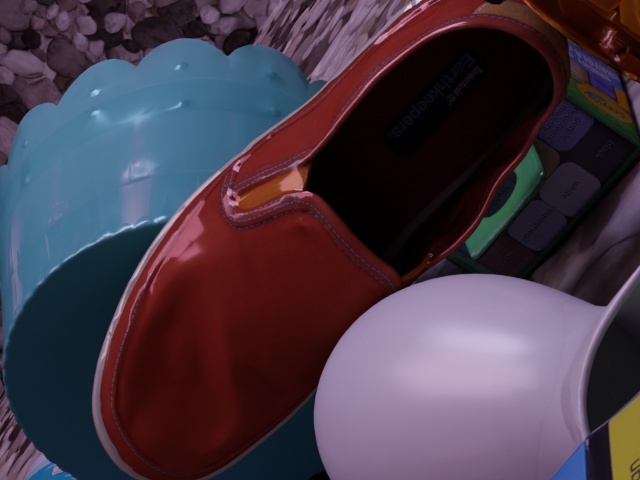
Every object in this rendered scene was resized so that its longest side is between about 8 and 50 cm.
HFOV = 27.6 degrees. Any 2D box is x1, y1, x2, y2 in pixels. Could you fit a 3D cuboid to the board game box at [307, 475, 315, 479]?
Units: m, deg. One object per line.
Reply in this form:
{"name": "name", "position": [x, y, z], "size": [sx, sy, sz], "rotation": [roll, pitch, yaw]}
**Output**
{"name": "board game box", "position": [-0.050, 0.237, 0.860], "size": [0.145, 0.027, 0.281], "rotation": [-55, 14, 16]}

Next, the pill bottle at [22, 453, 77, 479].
{"name": "pill bottle", "position": [-0.178, 0.268, 0.981], "size": [0.146, 0.146, 0.264], "rotation": [-53, 14, 17]}

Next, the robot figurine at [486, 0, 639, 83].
{"name": "robot figurine", "position": [0.136, -0.173, 0.561], "size": [0.211, 0.291, 0.085], "rotation": [-54, 15, 12]}

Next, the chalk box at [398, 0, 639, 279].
{"name": "chalk box", "position": [0.099, -0.071, 0.796], "size": [0.132, 0.132, 0.213], "rotation": [-50, 15, 27]}

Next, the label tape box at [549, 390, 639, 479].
{"name": "label tape box", "position": [0.170, 0.083, 0.264], "size": [0.348, 0.115, 0.249], "rotation": [-53, 14, 30]}

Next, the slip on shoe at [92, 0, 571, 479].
{"name": "slip on shoe", "position": [0.000, 0.000, 0.661], "size": [0.331, 0.123, 0.101], "rotation": [-46, 11, 10]}

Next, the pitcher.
{"name": "pitcher", "position": [0.076, 0.096, 0.551], "size": [0.207, 0.125, 0.178], "rotation": [-16, 48, 58]}

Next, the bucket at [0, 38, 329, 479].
{"name": "bucket", "position": [-0.079, 0.028, 0.852], "size": [0.281, 0.281, 0.183], "rotation": [-50, 28, 28]}
